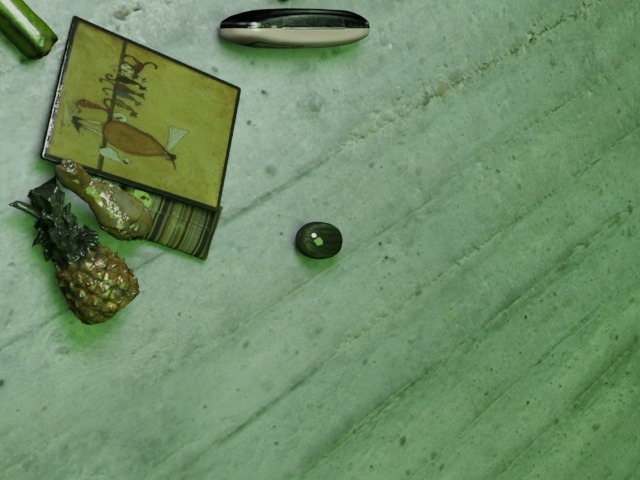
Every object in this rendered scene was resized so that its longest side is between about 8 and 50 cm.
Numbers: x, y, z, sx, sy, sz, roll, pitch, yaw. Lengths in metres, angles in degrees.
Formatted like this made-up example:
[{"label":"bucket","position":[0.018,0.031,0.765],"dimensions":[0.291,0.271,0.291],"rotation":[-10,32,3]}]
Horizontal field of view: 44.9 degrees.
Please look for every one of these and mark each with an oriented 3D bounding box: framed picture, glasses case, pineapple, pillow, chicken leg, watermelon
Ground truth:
[{"label":"framed picture","position":[-0.302,-0.213,1.367],"dimensions":[0.339,0.014,0.255],"rotation":[18,75,-36]},{"label":"glasses case","position":[-0.044,-0.407,1.489],"dimensions":[0.315,0.122,0.075],"rotation":[-11,107,-35]},{"label":"pineapple","position":[-0.406,0.016,1.286],"dimensions":[0.128,0.128,0.248],"rotation":[-38,109,-27]},{"label":"pillow","position":[-0.276,-0.042,1.414],"dimensions":[0.204,0.038,0.113],"rotation":[21,83,-36]},{"label":"chicken leg","position":[-0.358,-0.065,1.284],"dimensions":[0.198,0.069,0.084],"rotation":[45,63,-35]},{"label":"watermelon","position":[0.000,0.000,1.594],"dimensions":[0.111,0.078,0.078],"rotation":[2,94,-36]}]

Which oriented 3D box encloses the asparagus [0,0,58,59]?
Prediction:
[{"label":"asparagus","position":[-0.520,-0.396,1.189],"dimensions":[0.067,0.060,0.277],"rotation":[-40,118,-4]}]
